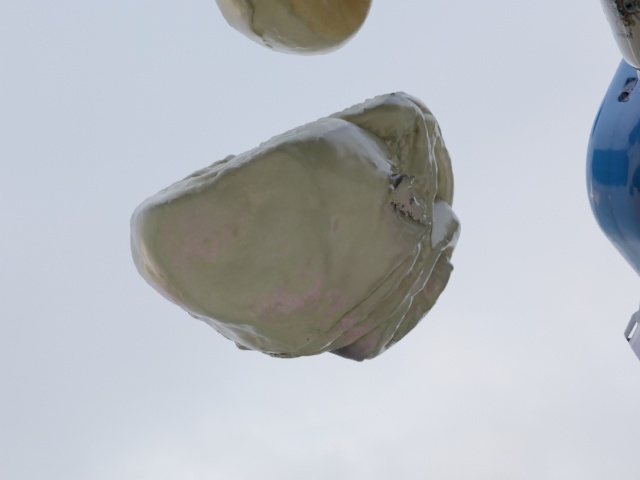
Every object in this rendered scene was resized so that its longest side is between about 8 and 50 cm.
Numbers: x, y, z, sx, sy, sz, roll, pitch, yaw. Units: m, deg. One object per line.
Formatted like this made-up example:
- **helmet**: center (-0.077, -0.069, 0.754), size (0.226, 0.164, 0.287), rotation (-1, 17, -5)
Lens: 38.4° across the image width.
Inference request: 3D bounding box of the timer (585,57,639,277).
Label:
- **timer**: center (0.428, -0.095, 0.996), size (0.115, 0.309, 0.340), rotation (12, -21, 49)

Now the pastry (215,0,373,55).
- **pastry**: center (-0.034, -0.377, 1.248), size (0.133, 0.265, 0.265), rotation (12, -14, 42)

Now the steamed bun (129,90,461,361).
- **steamed bun**: center (0.000, 0.000, 0.815), size (0.320, 0.206, 0.275), rotation (-30, 6, -28)

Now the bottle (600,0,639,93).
- **bottle**: center (0.296, -0.198, 0.769), size (0.110, 0.097, 0.209), rotation (12, -37, 51)

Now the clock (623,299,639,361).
- **clock**: center (0.320, 0.032, 0.628), size (0.193, 0.073, 0.145), rotation (-22, -27, -4)
